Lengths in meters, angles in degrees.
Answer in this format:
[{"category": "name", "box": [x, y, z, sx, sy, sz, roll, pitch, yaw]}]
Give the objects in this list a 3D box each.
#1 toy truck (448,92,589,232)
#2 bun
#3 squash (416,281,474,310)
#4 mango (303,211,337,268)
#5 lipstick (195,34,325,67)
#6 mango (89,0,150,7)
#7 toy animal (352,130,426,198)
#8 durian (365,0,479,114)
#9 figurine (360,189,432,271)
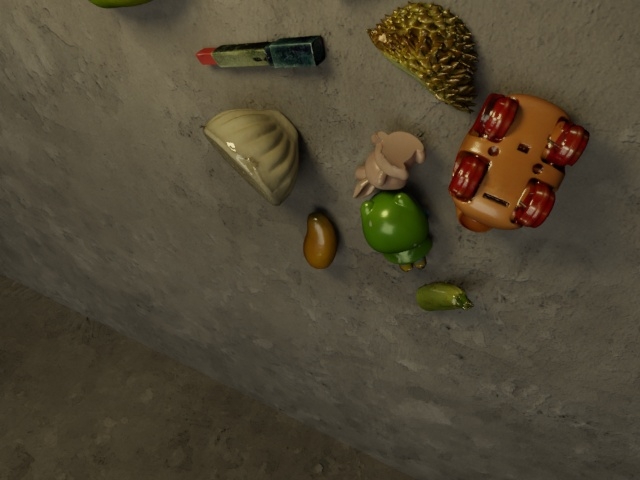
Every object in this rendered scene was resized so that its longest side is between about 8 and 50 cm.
[{"category": "toy truck", "box": [0.353, -0.138, 0.900, 0.189, 0.239, 0.264, 25, 98, 7]}, {"category": "bun", "box": [-0.138, -0.227, 1.117, 0.263, 0.175, 0.263, 46, 175, 5]}, {"category": "squash", "box": [0.349, 0.154, 1.256, 0.090, 0.075, 0.200, 62, 156, -6]}, {"category": "mango", "box": [0.000, 0.000, 1.310, 0.102, 0.085, 0.183, 18, 128, 21]}, {"category": "lipstick", "box": [-0.140, -0.407, 1.013, 0.313, 0.051, 0.051, 9, 136, 28]}, {"category": "mango", "box": [-0.420, -0.576, 0.939, 0.273, 0.149, 0.185, 10, 137, 31]}, {"category": "toy animal", "box": [0.148, -0.162, 1.045, 0.124, 0.124, 0.212, 33, 160, -2]}, {"category": "durian", "box": [0.200, -0.337, 0.855, 0.252, 0.144, 0.139, 30, 178, -8]}, {"category": "figurine", "box": [0.195, -0.017, 1.137, 0.162, 0.143, 0.263, -8, 138, 25]}]
